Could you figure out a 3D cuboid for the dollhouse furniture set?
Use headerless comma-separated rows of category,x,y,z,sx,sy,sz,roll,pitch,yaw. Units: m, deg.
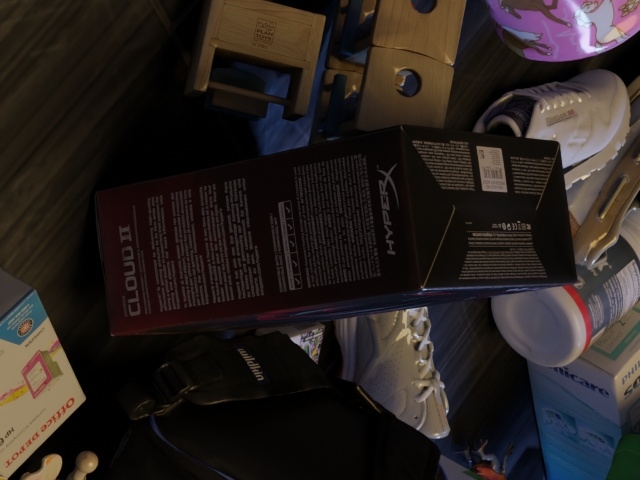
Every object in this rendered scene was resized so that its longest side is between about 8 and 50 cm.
dollhouse furniture set,-0.006,-0.144,1.341,0.184,0.129,0.129,13,84,-15

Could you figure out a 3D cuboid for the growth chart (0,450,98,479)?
growth chart,-0.262,0.227,1.246,0.237,0.021,0.172,-21,149,-47

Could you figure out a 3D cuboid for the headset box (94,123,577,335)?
headset box,0.000,0.000,1.293,0.218,0.293,0.110,1,81,-56

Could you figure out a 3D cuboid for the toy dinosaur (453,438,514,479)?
toy dinosaur,0.169,0.239,1.857,0.082,0.047,0.090,55,30,-24

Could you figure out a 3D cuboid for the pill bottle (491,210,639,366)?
pill bottle,0.263,0.037,1.814,0.180,0.108,0.108,-36,138,-37

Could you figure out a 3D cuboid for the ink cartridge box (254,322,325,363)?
ink cartridge box,-0.035,0.124,1.529,0.063,0.029,0.115,-15,123,-50

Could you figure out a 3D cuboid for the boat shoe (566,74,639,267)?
boat shoe,0.311,-0.079,1.784,0.302,0.103,0.113,-41,160,-26

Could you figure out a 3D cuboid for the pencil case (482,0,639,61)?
pencil case,0.162,-0.309,1.402,0.386,0.160,0.167,58,30,-52

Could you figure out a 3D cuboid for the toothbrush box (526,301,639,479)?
toothbrush box,0.343,0.146,1.980,0.216,0.126,0.295,-43,140,-26

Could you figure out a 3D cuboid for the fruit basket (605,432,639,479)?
fruit basket,0.412,0.292,1.915,0.353,0.165,0.327,-28,133,-40

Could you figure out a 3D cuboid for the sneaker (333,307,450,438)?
sneaker,0.073,0.111,1.586,0.099,0.121,0.262,-8,117,-53

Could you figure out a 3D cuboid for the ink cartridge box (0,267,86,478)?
ink cartridge box,-0.219,0.091,1.230,0.088,0.052,0.122,-46,144,-26

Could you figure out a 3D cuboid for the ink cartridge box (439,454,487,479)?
ink cartridge box,0.131,0.337,1.740,0.117,0.201,0.278,-46,143,-25

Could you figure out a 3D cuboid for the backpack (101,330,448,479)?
backpack,-0.025,0.203,1.383,0.213,0.276,0.263,-56,173,24

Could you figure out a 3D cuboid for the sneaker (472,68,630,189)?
sneaker,0.207,-0.104,1.671,0.235,0.090,0.094,-41,129,-35
